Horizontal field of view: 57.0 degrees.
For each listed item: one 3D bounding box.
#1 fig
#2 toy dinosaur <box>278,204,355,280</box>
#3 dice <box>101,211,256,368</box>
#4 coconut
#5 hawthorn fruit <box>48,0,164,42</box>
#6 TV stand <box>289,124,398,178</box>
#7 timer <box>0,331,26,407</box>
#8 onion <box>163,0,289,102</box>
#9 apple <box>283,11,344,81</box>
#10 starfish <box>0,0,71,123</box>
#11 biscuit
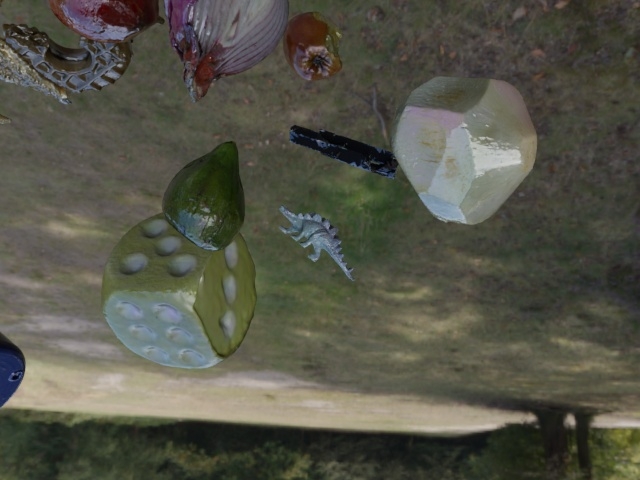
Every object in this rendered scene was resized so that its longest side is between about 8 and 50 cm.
[{"bbox_3d":[-0.154,-0.069,0.861,0.123,0.156,0.123,33,173,5],"label":"fig"},{"bbox_3d":[0.000,0.000,1.164,0.209,0.082,0.039,46,173,0],"label":"toy dinosaur"},{"bbox_3d":[-0.274,0.097,1.171,0.227,0.233,0.238,1,132,16],"label":"dice"},{"bbox_3d":[0.228,-0.141,0.915,0.197,0.237,0.237,-8,172,-42],"label":"coconut"},{"bbox_3d":[-0.556,-0.646,1.561,0.265,0.265,0.307,-12,159,36],"label":"hawthorn fruit"},{"bbox_3d":[0.050,-0.193,1.251,0.249,0.042,0.036,21,142,15],"label":"TV stand"},{"bbox_3d":[-0.863,0.212,1.285,0.383,0.270,0.270,41,173,22],"label":"timer"},{"bbox_3d":[-0.205,-0.411,1.065,0.159,0.348,0.267,18,155,26],"label":"onion"},{"bbox_3d":[-0.020,-0.467,1.439,0.147,0.158,0.156,-2,132,11],"label":"apple"},{"bbox_3d":[-0.422,-0.244,0.673,0.299,0.060,0.302,-13,151,13],"label":"starfish"},{"bbox_3d":[-0.766,-0.580,1.837,0.366,0.115,0.268,-5,155,-6],"label":"biscuit"}]
